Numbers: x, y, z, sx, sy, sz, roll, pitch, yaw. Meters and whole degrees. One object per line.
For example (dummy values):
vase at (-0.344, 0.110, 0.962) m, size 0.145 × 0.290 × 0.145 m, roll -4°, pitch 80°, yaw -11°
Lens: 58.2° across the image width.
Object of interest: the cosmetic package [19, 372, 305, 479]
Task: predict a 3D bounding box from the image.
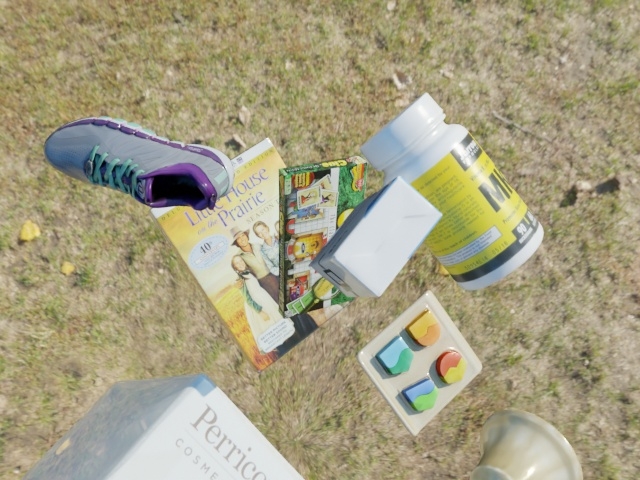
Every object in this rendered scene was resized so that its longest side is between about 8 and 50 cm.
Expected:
cosmetic package at (-0.225, 0.414, 0.678) m, size 0.329 × 0.327 × 0.394 m, roll 50°, pitch 54°, yaw -13°

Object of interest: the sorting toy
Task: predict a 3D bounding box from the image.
sorting toy at (0.193, 0.227, 1.075) m, size 0.208 × 0.038 × 0.193 m, roll -39°, pitch 98°, yaw -21°

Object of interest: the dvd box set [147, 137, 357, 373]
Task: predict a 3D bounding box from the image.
dvd box set at (-0.131, 0.031, 1.266) m, size 0.307 × 0.062 × 0.421 m, roll -35°, pitch 102°, yaw -19°

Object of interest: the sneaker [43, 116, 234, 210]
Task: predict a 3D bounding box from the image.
sneaker at (-0.213, -0.083, 0.646) m, size 0.223 × 0.098 × 0.083 m, roll 8°, pitch 115°, yaw 1°

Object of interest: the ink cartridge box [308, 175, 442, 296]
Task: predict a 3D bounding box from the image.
ink cartridge box at (0.050, 0.004, 0.621) m, size 0.060 × 0.180 × 0.104 m, roll 40°, pitch 80°, yaw -3°

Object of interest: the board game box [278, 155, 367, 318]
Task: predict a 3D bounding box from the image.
board game box at (0.000, 0.000, 0.899) m, size 0.136 × 0.260 × 0.030 m, roll -15°, pitch 36°, yaw -24°

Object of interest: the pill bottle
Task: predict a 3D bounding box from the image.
pill bottle at (0.147, -0.056, 0.662) m, size 0.119 × 0.119 × 0.208 m, roll -42°, pitch 97°, yaw -15°

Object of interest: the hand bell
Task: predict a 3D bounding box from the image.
hand bell at (0.161, 0.288, 0.597) m, size 0.242 × 0.126 × 0.126 m, roll -20°, pitch 70°, yaw -42°
